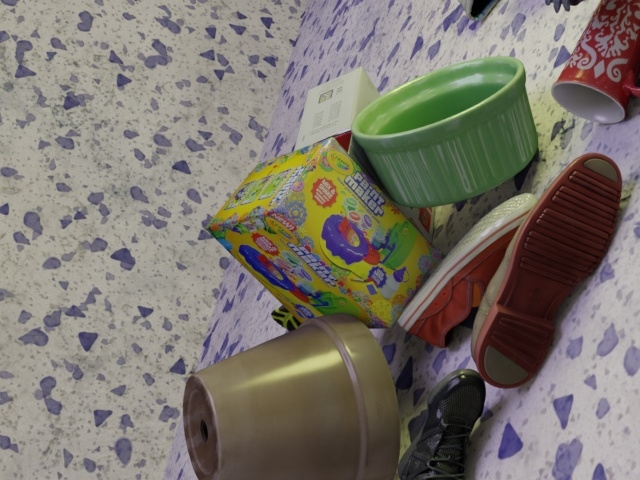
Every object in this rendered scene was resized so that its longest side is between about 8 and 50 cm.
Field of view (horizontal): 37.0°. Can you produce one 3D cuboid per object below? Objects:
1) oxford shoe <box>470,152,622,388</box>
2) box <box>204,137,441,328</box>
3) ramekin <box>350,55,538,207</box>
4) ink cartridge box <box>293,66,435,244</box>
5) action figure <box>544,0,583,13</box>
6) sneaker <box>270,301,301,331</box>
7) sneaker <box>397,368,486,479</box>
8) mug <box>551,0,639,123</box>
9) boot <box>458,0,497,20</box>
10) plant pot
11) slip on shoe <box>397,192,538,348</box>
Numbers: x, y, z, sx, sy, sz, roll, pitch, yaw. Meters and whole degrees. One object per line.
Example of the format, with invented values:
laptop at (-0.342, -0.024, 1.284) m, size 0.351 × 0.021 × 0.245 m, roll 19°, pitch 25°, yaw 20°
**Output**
oxford shoe at (0.298, 0.030, 1.343) m, size 0.348 × 0.123 × 0.130 m, roll -61°, pitch 12°, yaw 7°
box at (0.000, 0.000, 1.691) m, size 0.177 × 0.290 × 0.279 m, roll -53°, pitch 20°, yaw -24°
ramekin at (0.218, -0.180, 1.618) m, size 0.304 × 0.148 × 0.303 m, roll -21°, pitch 22°, yaw 9°
ink cartridge box at (0.089, -0.117, 1.797) m, size 0.130 × 0.309 × 0.271 m, roll -20°, pitch 36°, yaw 26°
action figure at (0.453, -0.488, 1.347) m, size 0.370 × 0.275 × 0.248 m, roll -38°, pitch 21°, yaw -14°
sneaker at (0.020, 0.099, 2.044) m, size 0.385 × 0.145 × 0.147 m, roll -21°, pitch 35°, yaw 58°
sneaker at (0.183, 0.296, 1.353) m, size 0.130 × 0.087 × 0.227 m, roll -107°, pitch 37°, yaw -61°
mug at (0.443, -0.267, 1.409) m, size 0.169 × 0.150 × 0.113 m, roll -64°, pitch -20°, yaw -11°
boot at (0.383, -0.595, 2.055) m, size 0.123 × 0.095 × 0.258 m, roll -97°, pitch 27°, yaw -50°
plant pot at (-0.065, 0.294, 1.576) m, size 0.323 × 0.281 × 0.323 m, roll 23°, pitch 115°, yaw 61°
slip on shoe at (0.246, 0.051, 1.503) m, size 0.331 × 0.101 × 0.123 m, roll -55°, pitch -5°, yaw 36°
